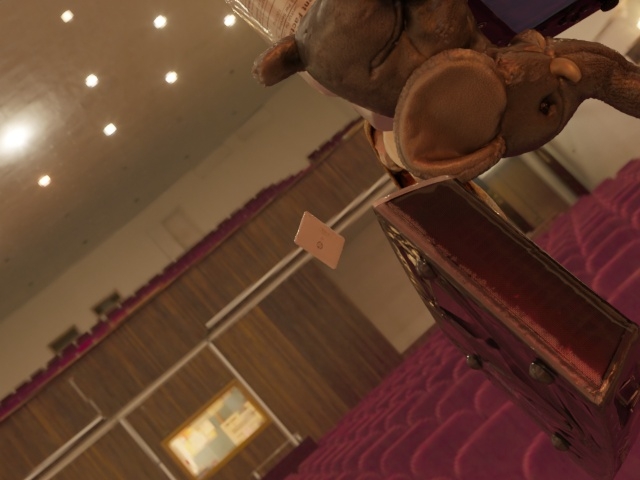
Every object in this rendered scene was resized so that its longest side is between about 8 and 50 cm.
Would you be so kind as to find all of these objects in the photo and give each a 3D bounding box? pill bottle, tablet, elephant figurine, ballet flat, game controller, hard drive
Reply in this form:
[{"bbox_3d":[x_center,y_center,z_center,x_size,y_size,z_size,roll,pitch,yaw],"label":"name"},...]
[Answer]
[{"bbox_3d":[0.017,-0.217,0.816,0.131,0.229,0.131,-34,-25,-18],"label":"pill bottle"},{"bbox_3d":[0.000,0.000,1.204,0.006,0.083,0.054,-14,50,48],"label":"tablet"},{"bbox_3d":[0.109,-0.119,0.627,0.169,0.239,0.186,-44,6,-30],"label":"elephant figurine"},{"bbox_3d":[0.174,-0.073,1.238,0.123,0.348,0.123,-31,-11,-7],"label":"ballet flat"},{"bbox_3d":[0.209,-0.258,0.812,0.166,0.067,0.319,-39,-19,22],"label":"game controller"},{"bbox_3d":[0.126,0.062,0.510,0.054,0.172,0.254,-44,-30,-4],"label":"hard drive"}]
